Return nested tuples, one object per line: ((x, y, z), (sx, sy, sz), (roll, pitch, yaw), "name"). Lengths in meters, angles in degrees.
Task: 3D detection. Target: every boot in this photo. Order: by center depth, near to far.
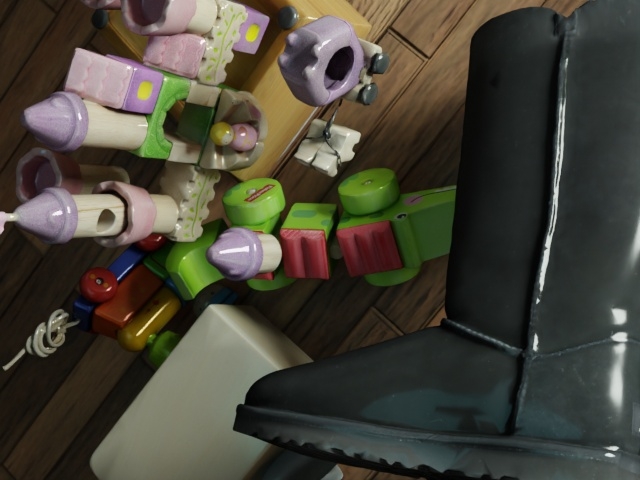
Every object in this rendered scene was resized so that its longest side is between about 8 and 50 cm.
((0.132, -0.007, 0.956), (0.367, 0.146, 0.445), (4, 74, 20), "boot")

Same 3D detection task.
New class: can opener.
((-0.087, 0.308, 1.105), (0.074, 0.280, 0.093), (20, 142, 43), "can opener")

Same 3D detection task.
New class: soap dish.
((-0.112, -0.237, 1.154), (0.291, 0.118, 0.229), (48, 114, 22), "soap dish")

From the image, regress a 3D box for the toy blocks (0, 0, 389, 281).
((-0.163, -0.115, 0.964), (0.309, 0.260, 0.288), (27, 104, 29), "toy blocks")

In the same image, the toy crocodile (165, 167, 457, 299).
((0.000, 0.000, 1.105), (0.341, 0.105, 0.115), (-5, 119, 16), "toy crocodile")

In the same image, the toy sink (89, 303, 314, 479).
((-0.114, 0.208, 1.167), (0.153, 0.131, 0.234), (40, 99, 18), "toy sink")

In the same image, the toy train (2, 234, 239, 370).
((-0.215, 0.101, 1.171), (0.143, 0.105, 0.248), (36, 59, 8), "toy train")
